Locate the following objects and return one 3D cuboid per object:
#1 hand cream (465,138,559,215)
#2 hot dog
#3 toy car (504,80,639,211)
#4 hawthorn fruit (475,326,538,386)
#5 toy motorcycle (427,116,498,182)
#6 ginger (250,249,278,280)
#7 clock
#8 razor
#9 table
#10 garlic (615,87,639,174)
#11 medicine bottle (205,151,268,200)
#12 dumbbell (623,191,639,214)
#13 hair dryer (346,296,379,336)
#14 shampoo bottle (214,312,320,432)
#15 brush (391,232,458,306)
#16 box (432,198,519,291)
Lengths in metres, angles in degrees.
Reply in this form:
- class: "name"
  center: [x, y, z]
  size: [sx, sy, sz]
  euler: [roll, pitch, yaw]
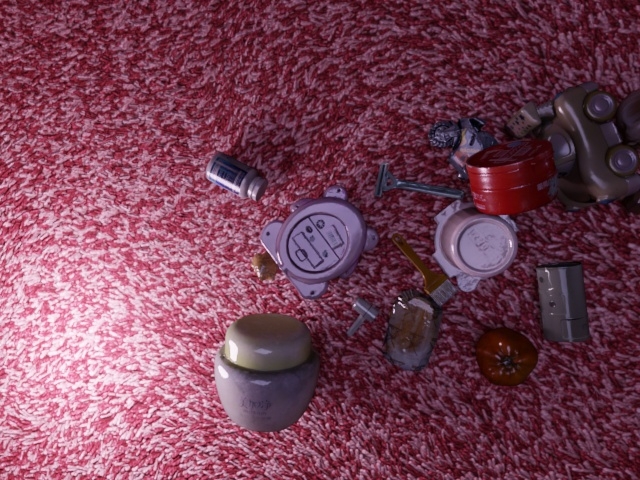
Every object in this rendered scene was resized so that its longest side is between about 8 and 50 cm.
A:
- class: "hand cream"
  center: [0.521, -0.173, 1.230]
  size: [0.230, 0.230, 0.149]
  euler: [-13, 112, 9]
- class: "hot dog"
  center: [0.294, 0.291, 1.445]
  size: [0.163, 0.082, 0.270]
  euler: [15, 100, 14]
- class: "toy car"
  center: [0.706, -0.247, 1.282]
  size: [0.226, 0.242, 0.335]
  euler: [-18, 86, 3]
- class: "hawthorn fruit"
  center: [0.557, 0.347, 1.355]
  size: [0.189, 0.189, 0.189]
  euler: [0, 91, 9]
- class: "toy motorcycle"
  center: [0.482, -0.274, 1.390]
  size: [0.173, 0.108, 0.307]
  euler: [-44, 87, 2]
- class: "ginger"
  center: [-0.179, 0.056, 1.526]
  size: [0.096, 0.067, 0.165]
  euler: [16, 81, 9]
- class: "clock"
  center: [0.000, 0.000, 1.453]
  size: [0.322, 0.113, 0.295]
  euler: [-37, 92, -2]
- class: "razor"
  center: [0.320, -0.170, 1.450]
  size: [0.278, 0.056, 0.111]
  euler: [11, 93, 2]
- class: "table"
  center: [0.723, 0.180, 1.348]
  size: [0.126, 0.126, 0.219]
  euler: [-7, 91, 9]
- class: "garlic"
  center: [0.954, -0.303, 1.269]
  size: [0.207, 0.207, 0.256]
  euler: [1, 99, 9]
- class: "medicine bottle"
  center: [-0.278, -0.210, 1.512]
  size: [0.192, 0.107, 0.107]
  euler: [28, 95, 8]
- class: "dumbbell"
  center: [1.018, -0.087, 1.316]
  size: [0.231, 0.082, 0.092]
  euler: [25, 96, 8]
- class: "hair dryer"
  center: [0.122, 0.263, 1.492]
  size: [0.082, 0.047, 0.137]
  euler: [37, 104, 8]
- class: "shampoo bottle"
  center: [-0.165, 0.406, 1.401]
  size: [0.323, 0.322, 0.317]
  euler: [7, 105, 9]
- class: "brush"
  center: [0.322, 0.082, 1.445]
  size: [0.103, 0.013, 0.272]
  euler: [-32, 76, -32]
- class: "box"
  center: [0.459, 0.028, 1.339]
  size: [0.263, 0.206, 0.291]
  euler: [12, 97, 10]
